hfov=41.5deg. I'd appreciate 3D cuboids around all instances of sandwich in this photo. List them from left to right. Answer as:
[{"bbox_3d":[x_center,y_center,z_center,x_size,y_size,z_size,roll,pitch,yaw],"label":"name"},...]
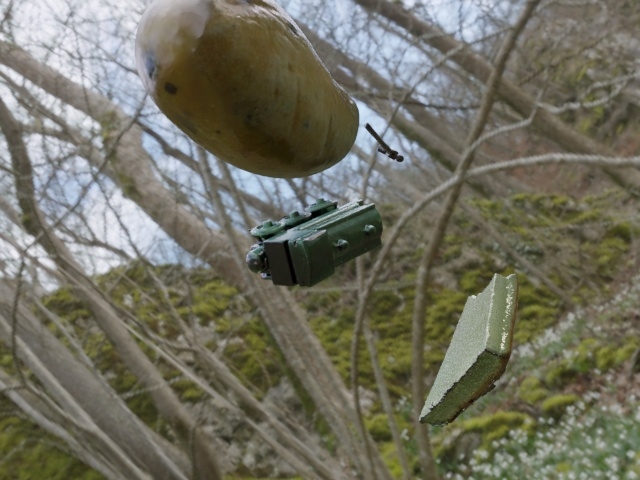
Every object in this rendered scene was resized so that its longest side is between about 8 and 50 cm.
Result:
[{"bbox_3d":[0.265,0.186,1.471,0.245,0.063,0.212,-59,7,45],"label":"sandwich"}]

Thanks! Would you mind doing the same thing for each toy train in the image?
[{"bbox_3d":[0.000,0.000,0.930,0.170,0.111,0.071,-25,-71,-43],"label":"toy train"}]

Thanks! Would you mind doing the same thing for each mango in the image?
[{"bbox_3d":[-0.075,-0.168,0.966,0.176,0.175,0.329,-46,-36,2],"label":"mango"}]

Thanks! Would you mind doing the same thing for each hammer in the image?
[{"bbox_3d":[0.122,-0.210,1.773,0.021,0.065,0.178,-57,-30,0],"label":"hammer"}]
